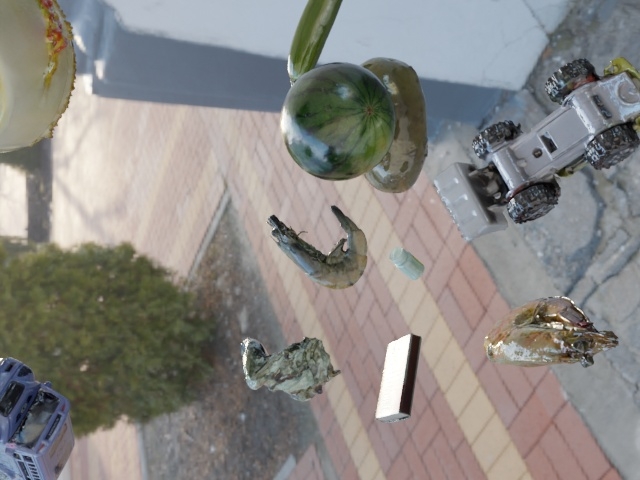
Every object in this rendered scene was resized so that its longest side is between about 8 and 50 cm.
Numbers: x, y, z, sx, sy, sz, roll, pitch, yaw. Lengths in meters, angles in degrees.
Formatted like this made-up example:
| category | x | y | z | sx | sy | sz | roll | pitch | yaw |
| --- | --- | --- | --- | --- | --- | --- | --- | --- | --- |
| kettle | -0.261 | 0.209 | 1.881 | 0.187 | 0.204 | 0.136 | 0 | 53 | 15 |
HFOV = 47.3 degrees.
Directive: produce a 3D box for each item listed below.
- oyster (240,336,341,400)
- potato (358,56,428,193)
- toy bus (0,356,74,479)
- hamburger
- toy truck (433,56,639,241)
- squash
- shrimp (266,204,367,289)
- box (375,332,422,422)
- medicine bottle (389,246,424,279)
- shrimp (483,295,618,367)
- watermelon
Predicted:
| category | x | y | z | sx | sy | sz | roll | pitch | yaw |
| --- | --- | --- | --- | --- | --- | --- | --- | --- | --- |
| oyster | -0.040 | 0.184 | 1.055 | 0.252 | 0.199 | 0.087 | 160 | 124 | -67 |
| potato | 0.130 | -0.220 | 1.394 | 0.165 | 0.165 | 0.262 | -10 | 95 | 64 |
| toy bus | -0.479 | 0.308 | 1.188 | 0.292 | 0.133 | 0.126 | 111 | 179 | -55 |
| hamburger | -0.467 | -0.256 | 1.003 | 0.276 | 0.179 | 0.294 | 45 | 121 | 3 |
| toy truck | 0.289 | -0.110 | 0.933 | 0.286 | 0.111 | 0.136 | -36 | 66 | 29 |
| squash | -0.015 | -0.414 | 1.444 | 0.066 | 0.066 | 0.252 | 45 | 115 | 56 |
| shrimp | 0.000 | 0.000 | 1.440 | 0.150 | 0.217 | 0.051 | -50 | 4 | 21 |
| box | 0.170 | 0.299 | 1.585 | 0.115 | 0.035 | 0.178 | -38 | 35 | 59 |
| medicine bottle | 0.202 | 0.053 | 1.705 | 0.047 | 0.083 | 0.047 | -34 | 32 | 25 |
| shrimp | 0.366 | 0.145 | 1.157 | 0.062 | 0.154 | 0.294 | 50 | 163 | -16 |
| watermelon | 0.022 | -0.189 | 1.188 | 0.214 | 0.188 | 0.188 | -10 | 81 | 59 |
